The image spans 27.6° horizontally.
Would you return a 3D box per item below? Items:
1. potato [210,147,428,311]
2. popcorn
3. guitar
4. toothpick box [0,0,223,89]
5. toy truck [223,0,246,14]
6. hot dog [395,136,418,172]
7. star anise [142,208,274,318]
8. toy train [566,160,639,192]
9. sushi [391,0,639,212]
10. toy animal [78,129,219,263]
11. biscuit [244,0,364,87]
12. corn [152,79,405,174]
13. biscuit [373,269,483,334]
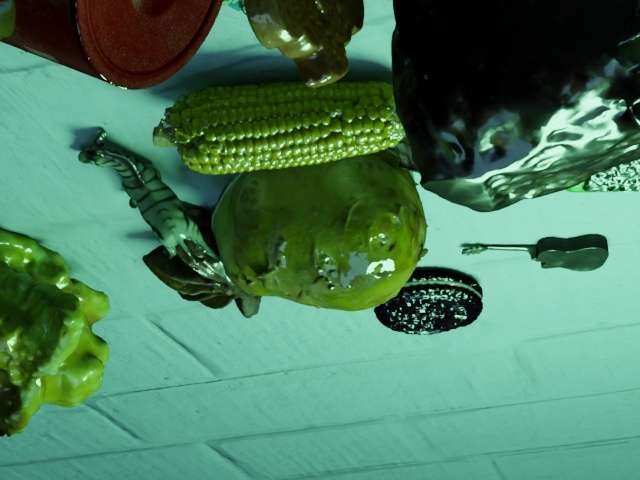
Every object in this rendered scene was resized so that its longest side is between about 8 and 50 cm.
[{"bbox_3d":[0.000,0.000,1.775,0.300,0.196,0.246,-16,131,5],"label":"potato"},{"bbox_3d":[-0.471,0.125,2.031,0.321,0.325,0.290,-24,-171,16],"label":"popcorn"},{"bbox_3d":[0.341,0.020,2.071,0.233,0.025,0.088,0,154,-3],"label":"guitar"},{"bbox_3d":[-0.267,-0.275,1.145,0.333,0.204,0.204,23,162,26],"label":"toothpick box"},{"bbox_3d":[-0.066,-0.309,1.393,0.081,0.067,0.175,21,150,-25],"label":"toy truck"},{"bbox_3d":[0.192,-0.105,1.683,0.131,0.069,0.253,9,-175,-42],"label":"hot dog"},{"bbox_3d":[-0.115,0.035,2.010,0.315,0.108,0.315,-3,152,-2],"label":"star anise"},{"bbox_3d":[0.371,-0.152,1.566,0.243,0.188,0.132,0,150,-2],"label":"toy train"},{"bbox_3d":[0.239,-0.207,1.355,0.294,0.299,0.281,-19,175,37],"label":"sushi"},{"bbox_3d":[-0.236,-0.053,1.811,0.073,0.217,0.176,-41,167,-3],"label":"toy animal"},{"bbox_3d":[-0.032,-0.294,1.211,0.043,0.306,0.284,-11,-175,20],"label":"biscuit"},{"bbox_3d":[-0.051,-0.147,1.647,0.322,0.119,0.119,-7,152,3],"label":"corn"},{"bbox_3d":[0.182,0.106,2.206,0.195,0.053,0.194,-1,153,-1],"label":"biscuit"}]
